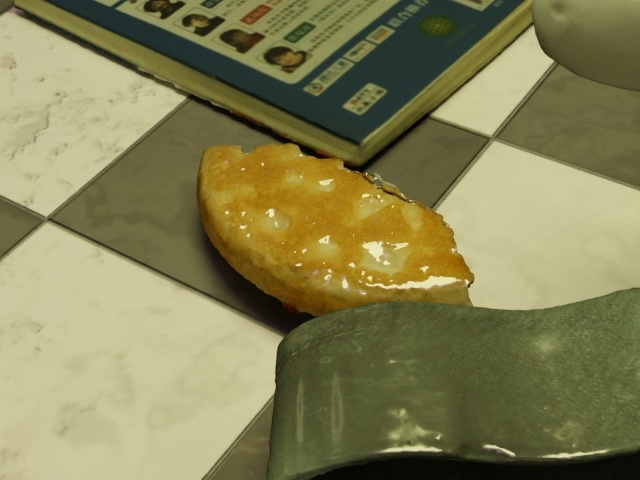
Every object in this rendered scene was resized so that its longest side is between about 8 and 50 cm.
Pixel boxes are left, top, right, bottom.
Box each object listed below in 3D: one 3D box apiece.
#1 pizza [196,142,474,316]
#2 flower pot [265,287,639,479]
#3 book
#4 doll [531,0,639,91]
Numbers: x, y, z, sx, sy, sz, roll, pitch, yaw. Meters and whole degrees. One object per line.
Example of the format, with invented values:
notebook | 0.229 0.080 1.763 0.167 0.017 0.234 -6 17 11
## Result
pizza | 0.001 0.001 0.729 0.246 0.058 0.127 19 51 26
flower pot | 0.086 0.101 0.588 0.229 0.103 0.108 -3 44 5
book | -0.040 -0.231 0.983 0.428 0.039 0.300 28 54 30
doll | 0.346 -0.054 0.599 0.376 0.187 0.366 -24 71 -13
